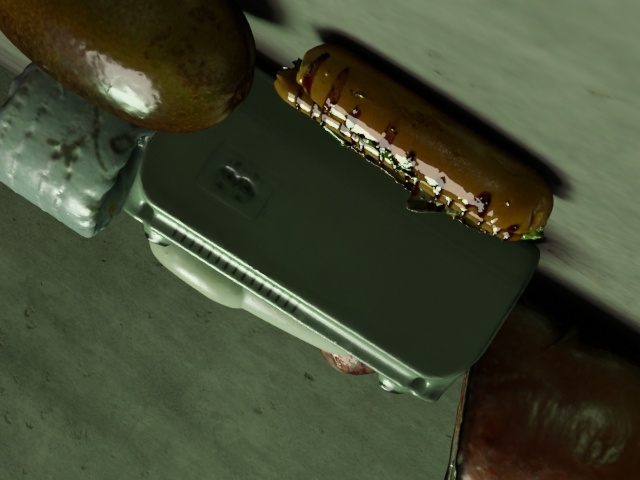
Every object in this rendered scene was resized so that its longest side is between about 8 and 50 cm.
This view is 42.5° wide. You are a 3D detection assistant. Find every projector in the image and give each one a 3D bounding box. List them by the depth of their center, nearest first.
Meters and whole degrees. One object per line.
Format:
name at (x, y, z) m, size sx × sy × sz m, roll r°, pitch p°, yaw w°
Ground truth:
projector at (0.000, 0.000, 0.519) m, size 0.198 × 0.108 × 0.250 m, roll 32°, pitch 176°, yaw -2°

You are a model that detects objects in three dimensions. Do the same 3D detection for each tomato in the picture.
tomato at (0.165, 0.127, 0.561) m, size 0.155 × 0.181 × 0.214 m, roll 14°, pitch -179°, yaw 10°

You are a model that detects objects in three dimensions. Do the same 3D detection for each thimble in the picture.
thimble at (-0.205, -0.093, 0.709) m, size 0.117 × 0.151 × 0.127 m, roll 32°, pitch -171°, yaw -1°

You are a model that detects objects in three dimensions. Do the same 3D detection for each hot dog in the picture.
hot dog at (0.036, -0.034, 0.319) m, size 0.122 × 0.037 × 0.049 m, roll 31°, pitch 173°, yaw 2°

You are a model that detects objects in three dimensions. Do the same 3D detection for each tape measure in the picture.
tape measure at (-0.051, -0.006, 0.788) m, size 0.265 × 0.130 × 0.258 m, roll 28°, pitch -179°, yaw -16°

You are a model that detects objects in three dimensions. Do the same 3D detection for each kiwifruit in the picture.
kiwifruit at (-0.084, -0.091, 0.334) m, size 0.124 × 0.075 × 0.075 m, roll 37°, pitch 177°, yaw 3°

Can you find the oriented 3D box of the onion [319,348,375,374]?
onion at (0.051, 0.092, 1.169) m, size 0.159 × 0.159 × 0.195 m, roll 28°, pitch 144°, yaw 54°
